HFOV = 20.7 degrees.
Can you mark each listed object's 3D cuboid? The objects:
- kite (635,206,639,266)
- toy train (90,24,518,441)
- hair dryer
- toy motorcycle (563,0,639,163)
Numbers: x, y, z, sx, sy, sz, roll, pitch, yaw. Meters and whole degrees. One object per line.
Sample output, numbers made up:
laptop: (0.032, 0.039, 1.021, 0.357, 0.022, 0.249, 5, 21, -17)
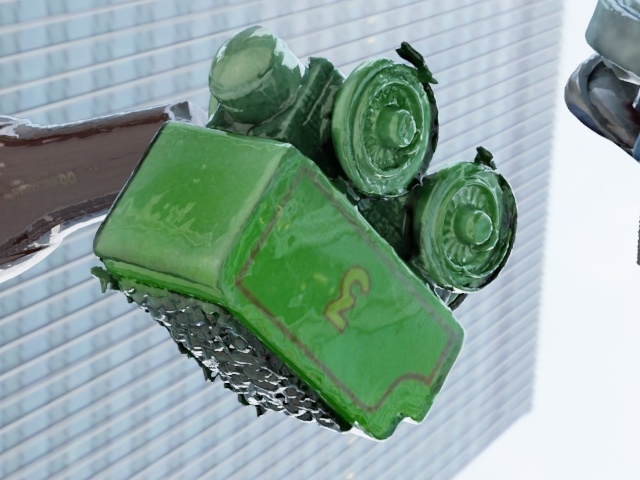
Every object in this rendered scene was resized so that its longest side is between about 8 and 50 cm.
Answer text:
kite: (0.223, 0.007, 0.468, 0.310, 0.015, 0.169, 33, -54, 23)
toy train: (0.000, 0.000, 0.989, 0.132, 0.243, 0.188, 14, -112, 42)
hair dryer: (-0.245, -0.141, 1.183, 0.312, 0.123, 0.340, -18, -88, 31)
toy motorcycle: (0.292, -0.081, 0.866, 0.319, 0.241, 0.182, 26, -43, 13)
